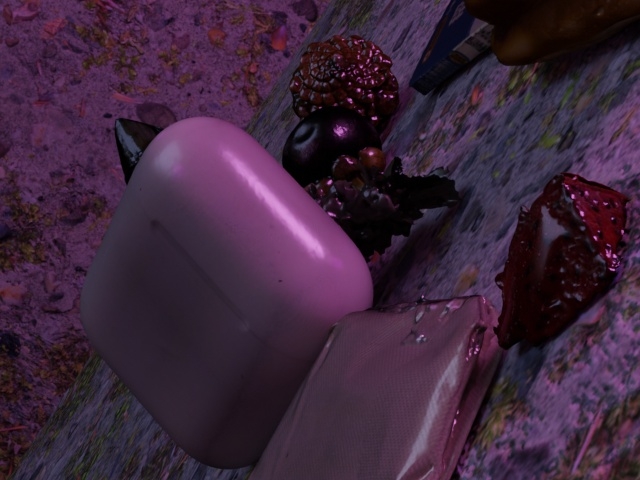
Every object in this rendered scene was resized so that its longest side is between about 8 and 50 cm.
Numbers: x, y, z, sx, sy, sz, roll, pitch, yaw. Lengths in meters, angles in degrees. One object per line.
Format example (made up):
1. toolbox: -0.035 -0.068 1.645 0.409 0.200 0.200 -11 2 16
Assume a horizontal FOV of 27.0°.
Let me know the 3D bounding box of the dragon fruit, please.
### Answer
1. dragon fruit: 0.160 0.015 0.972 0.131 0.063 0.097 -49 14 36

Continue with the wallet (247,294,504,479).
1. wallet: 0.033 0.168 1.105 0.335 0.068 0.274 -13 48 65

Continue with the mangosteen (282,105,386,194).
1. mangosteen: 0.023 -0.100 1.747 0.137 0.137 0.151 -53 46 18

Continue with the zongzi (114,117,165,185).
1. zongzi: -0.137 -0.043 2.054 0.362 0.319 0.383 -39 36 28

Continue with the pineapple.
1. pineapple: 0.000 0.000 1.446 0.361 0.175 0.175 -30 29 59

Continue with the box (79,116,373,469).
1. box: -0.107 0.061 1.378 0.141 0.288 0.349 -28 -21 -43

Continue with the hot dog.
1. hot dog: 0.235 -0.247 1.218 0.100 0.135 0.337 -38 5 -20

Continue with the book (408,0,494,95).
1. book: 0.267 -0.363 1.612 0.300 0.039 0.428 -62 13 -24

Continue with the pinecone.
1. pinecone: 0.035 -0.210 1.900 0.173 0.174 0.173 -54 12 17
